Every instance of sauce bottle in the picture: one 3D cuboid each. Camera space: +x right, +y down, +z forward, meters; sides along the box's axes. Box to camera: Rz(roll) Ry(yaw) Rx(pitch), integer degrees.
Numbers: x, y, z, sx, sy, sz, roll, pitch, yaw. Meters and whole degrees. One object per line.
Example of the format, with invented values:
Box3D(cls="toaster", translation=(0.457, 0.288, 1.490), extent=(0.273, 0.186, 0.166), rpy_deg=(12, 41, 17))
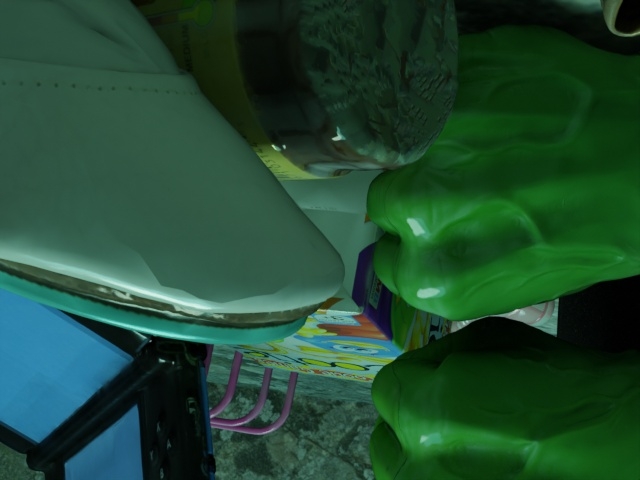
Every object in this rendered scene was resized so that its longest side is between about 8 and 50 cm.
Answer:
Box3D(cls="sauce bottle", translation=(-0.107, -0.077, 0.527), extent=(0.344, 0.112, 0.111), rpy_deg=(-1, 163, 36))

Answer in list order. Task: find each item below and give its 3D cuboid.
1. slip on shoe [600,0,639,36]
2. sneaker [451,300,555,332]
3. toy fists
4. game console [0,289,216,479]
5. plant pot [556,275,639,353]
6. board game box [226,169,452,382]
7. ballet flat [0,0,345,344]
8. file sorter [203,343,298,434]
Box3D(cls="slip on shoe", translation=(0.137, -0.107, 0.374), extent=(0.051, 0.041, 0.135), rpy_deg=(15, 166, -23))
Box3D(cls="sneaker", translation=(0.152, 0.059, 1.074), extent=(0.070, 0.051, 0.134), rpy_deg=(20, 161, -32))
Box3D(cls="toy fists", translation=(0.089, 0.039, 0.537), extent=(0.142, 0.279, 0.096), rpy_deg=(-5, -167, -19))
Box3D(cls="game console", translation=(-0.205, 0.151, 0.763), extent=(0.173, 0.250, 0.293), rpy_deg=(5, 154, -28))
Box3D(cls="plant pot", translation=(0.235, 0.057, 0.607), extent=(0.188, 0.167, 0.187), rpy_deg=(17, -173, -26))
Box3D(cls="board game box", translation=(0.000, 0.000, 0.712), extent=(0.144, 0.142, 0.275), rpy_deg=(6, 167, 17))
Box3D(cls="ballet flat", translation=(-0.166, -0.077, 0.421), extent=(0.400, 0.139, 0.139), rpy_deg=(18, 172, 28))
Box3D(cls="file sorter", translation=(-0.144, 0.057, 0.980), extent=(0.202, 0.182, 0.290), rpy_deg=(5, 167, 20))
